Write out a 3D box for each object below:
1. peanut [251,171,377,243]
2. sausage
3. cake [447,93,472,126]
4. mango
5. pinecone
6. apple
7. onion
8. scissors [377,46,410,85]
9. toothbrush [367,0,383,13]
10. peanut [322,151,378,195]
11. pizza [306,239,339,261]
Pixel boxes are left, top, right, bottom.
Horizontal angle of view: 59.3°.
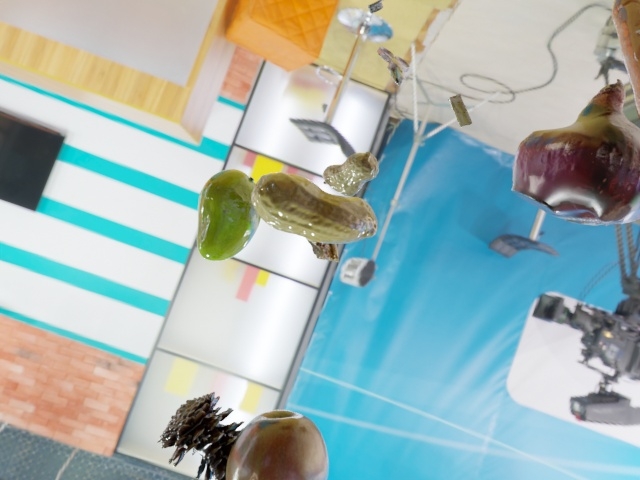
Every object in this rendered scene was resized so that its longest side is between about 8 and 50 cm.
[{"bbox_3d":[-0.009,-0.070,1.304,0.306,0.146,0.147,19,177,-8],"label":"peanut"},{"bbox_3d":[0.783,-0.441,1.359,0.094,0.418,0.094,5,153,-5],"label":"sausage"},{"bbox_3d":[0.504,-0.468,2.030,0.052,0.121,0.065,-21,159,13],"label":"cake"},{"bbox_3d":[-0.266,-0.074,1.656,0.186,0.272,0.149,3,-172,-23],"label":"mango"},{"bbox_3d":[-0.323,0.599,1.651,0.292,0.246,0.246,44,179,6],"label":"pinecone"},{"bbox_3d":[-0.109,0.549,1.392,0.257,0.233,0.257,-2,178,0],"label":"apple"},{"bbox_3d":[0.762,-0.252,1.572,0.399,0.419,0.398,15,-170,-3],"label":"onion"},{"bbox_3d":[0.232,-0.526,1.716,0.118,0.030,0.242,26,-149,-17],"label":"scissors"},{"bbox_3d":[0.244,-0.670,1.499,0.021,0.288,0.024,27,145,62],"label":"toothbrush"},{"bbox_3d":[0.132,-0.272,2.360,0.291,0.143,0.159,-17,103,50],"label":"peanut"},{"bbox_3d":[0.001,-0.006,2.421,0.056,0.270,0.134,-11,-160,40],"label":"pizza"}]
